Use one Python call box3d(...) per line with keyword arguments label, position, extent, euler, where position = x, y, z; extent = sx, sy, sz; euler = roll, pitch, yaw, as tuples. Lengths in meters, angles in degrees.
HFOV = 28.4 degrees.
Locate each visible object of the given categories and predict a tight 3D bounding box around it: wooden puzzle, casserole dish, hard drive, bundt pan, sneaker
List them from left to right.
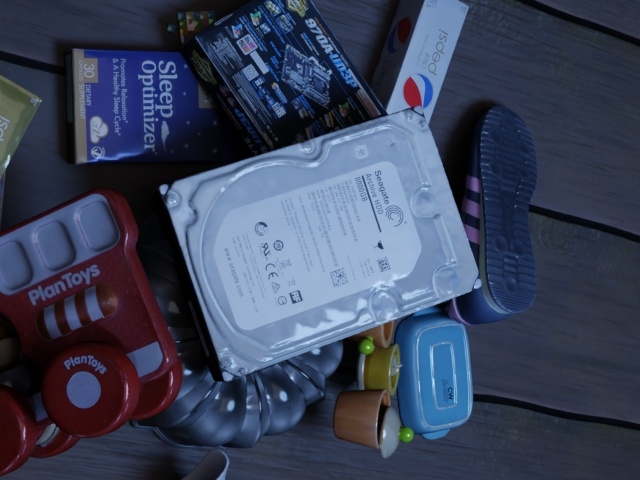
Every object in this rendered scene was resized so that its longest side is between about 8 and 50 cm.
box3d(label="wooden puzzle", position=(-0.151, -0.260, 1.571), extent=(0.083, 0.006, 0.049), euler=(-8, 96, -28))
box3d(label="bundt pan", position=(-0.106, 0.103, 1.546), extent=(0.331, 0.124, 0.330), euler=(-1, 91, -28))
box3d(label="hard drive", position=(0.000, 0.000, 1.472), extent=(0.339, 0.064, 0.236), euler=(-18, 90, -20))
box3d(label="casserole dish", position=(0.161, 0.184, 1.744), extent=(0.114, 0.037, 0.188), euler=(-7, 96, -28))
box3d(label="sneaker", position=(0.219, -0.034, 1.735), extent=(0.112, 0.131, 0.318), euler=(23, 58, -26))

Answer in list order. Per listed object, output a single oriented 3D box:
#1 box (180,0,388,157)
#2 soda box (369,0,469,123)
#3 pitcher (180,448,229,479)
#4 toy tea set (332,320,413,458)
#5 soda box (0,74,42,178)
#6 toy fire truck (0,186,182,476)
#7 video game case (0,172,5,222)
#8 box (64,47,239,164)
box3d(label="box", position=(-0.041, -0.193, 1.561), extent=(0.175, 0.051, 0.220), euler=(-39, 97, -31))
box3d(label="soda box", position=(0.119, -0.226, 1.683), extent=(0.069, 0.074, 0.216), euler=(24, 81, -27))
box3d(label="pitcher", position=(-0.131, 0.379, 1.555), extent=(0.178, 0.125, 0.207), euler=(-29, 114, 14))
box3d(label="toy tea set", position=(0.106, 0.107, 1.602), extent=(0.124, 0.200, 0.335), euler=(5, 82, 15))
box3d(label="soda box", position=(-0.380, -0.092, 1.404), extent=(0.058, 0.061, 0.181), euler=(29, 78, -25))
box3d(label="toy fire truck", position=(-0.309, 0.106, 1.383), extent=(0.302, 0.169, 0.253), euler=(-23, 85, 13))
box3d(label="video game case", position=(-0.421, -0.021, 1.429), extent=(0.119, 0.015, 0.166), euler=(5, 90, -29))
box3d(label="box", position=(-0.195, -0.162, 1.536), extent=(0.225, 0.036, 0.136), euler=(-3, 93, -30))
